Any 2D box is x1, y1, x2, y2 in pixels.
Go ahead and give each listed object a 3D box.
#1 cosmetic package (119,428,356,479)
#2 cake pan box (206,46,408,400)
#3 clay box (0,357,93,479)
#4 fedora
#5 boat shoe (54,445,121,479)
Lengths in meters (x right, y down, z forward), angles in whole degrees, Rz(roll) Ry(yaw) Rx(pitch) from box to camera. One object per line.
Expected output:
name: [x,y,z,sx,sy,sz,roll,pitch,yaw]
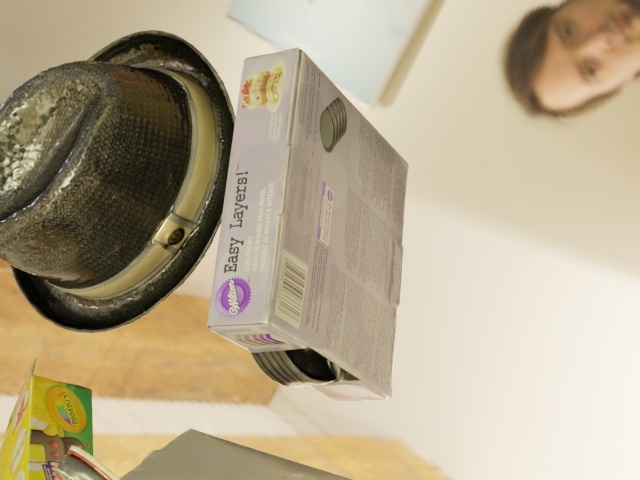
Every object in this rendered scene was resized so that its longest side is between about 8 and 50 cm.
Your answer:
cosmetic package: [-0.081,0.278,1.179,0.238,0.107,0.127,7,-153,41]
cake pan box: [0.000,0.000,1.081,0.070,0.266,0.246,-6,157,28]
clay box: [-0.200,0.194,0.828,0.053,0.127,0.222,18,-153,-20]
fedora: [-0.248,-0.073,1.211,0.334,0.334,0.152,36,-170,34]
boat shoe: [-0.101,0.170,0.631,0.137,0.043,0.049,57,158,-14]
